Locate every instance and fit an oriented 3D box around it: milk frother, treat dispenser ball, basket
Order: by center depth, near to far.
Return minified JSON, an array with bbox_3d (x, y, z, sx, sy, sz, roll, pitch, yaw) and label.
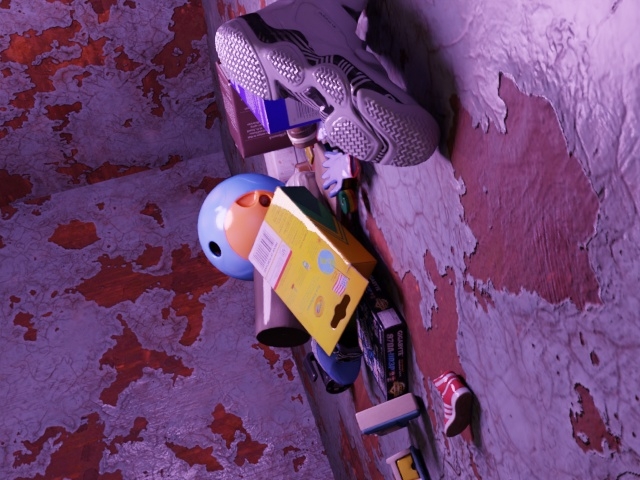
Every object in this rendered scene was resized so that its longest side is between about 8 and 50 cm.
[{"bbox_3d":[-0.087,0.126,1.686,0.204,0.154,0.227,77,-169,-60],"label":"basket"},{"bbox_3d":[-0.181,-0.036,1.898,0.288,0.288,0.288,164,90,-79],"label":"treat dispenser ball"},{"bbox_3d":[0.035,0.348,2.080,0.143,0.129,0.135,-51,40,22],"label":"milk frother"}]

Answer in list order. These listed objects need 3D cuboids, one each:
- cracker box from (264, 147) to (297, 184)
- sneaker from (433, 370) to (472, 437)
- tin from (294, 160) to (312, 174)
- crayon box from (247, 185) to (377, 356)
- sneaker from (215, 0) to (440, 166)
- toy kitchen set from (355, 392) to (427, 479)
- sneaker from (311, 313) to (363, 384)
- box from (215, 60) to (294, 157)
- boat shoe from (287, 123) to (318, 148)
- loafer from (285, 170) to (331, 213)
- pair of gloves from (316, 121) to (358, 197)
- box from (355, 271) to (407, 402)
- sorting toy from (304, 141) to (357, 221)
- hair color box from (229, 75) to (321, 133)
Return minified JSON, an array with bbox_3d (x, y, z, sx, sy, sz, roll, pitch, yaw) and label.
[{"bbox_3d":[-0.115,-0.236,2.030,0.156,0.067,0.232,-131,27,-64],"label":"cracker box"},{"bbox_3d":[0.210,0.261,1.150,0.067,0.042,0.119,-123,27,-45],"label":"sneaker"},{"bbox_3d":[-0.028,-0.113,1.848,0.106,0.040,0.190,102,150,-77],"label":"tin"},{"bbox_3d":[-0.010,0.057,1.470,0.318,0.081,0.202,48,126,34],"label":"crayon box"},{"bbox_3d":[0.045,-0.260,1.022,0.365,0.210,0.137,32,152,20],"label":"sneaker"},{"bbox_3d":[0.175,0.420,1.462,0.207,0.122,0.166,47,-159,-67],"label":"toy kitchen set"},{"bbox_3d":[0.052,0.243,1.705,0.147,0.129,0.330,-114,14,-49],"label":"sneaker"},{"bbox_3d":[-0.149,-0.344,1.773,0.168,0.167,0.203,-121,18,-52],"label":"box"},{"bbox_3d":[-0.057,-0.307,1.500,0.095,0.095,0.257,61,-176,-45],"label":"boat shoe"},{"bbox_3d":[0.000,0.000,1.606,0.112,0.111,0.320,-9,86,59],"label":"loafer"},{"bbox_3d":[0.031,-0.185,1.353,0.159,0.023,0.198,163,105,-67],"label":"pair of gloves"},{"bbox_3d":[0.124,0.200,1.480,0.175,0.051,0.220,-118,16,-50],"label":"box"},{"bbox_3d":[0.027,-0.137,1.498,0.132,0.046,0.275,88,162,-52],"label":"sorting toy"},{"bbox_3d":[-0.055,-0.312,1.298,0.339,0.185,0.110,-126,23,-60],"label":"hair color box"}]
